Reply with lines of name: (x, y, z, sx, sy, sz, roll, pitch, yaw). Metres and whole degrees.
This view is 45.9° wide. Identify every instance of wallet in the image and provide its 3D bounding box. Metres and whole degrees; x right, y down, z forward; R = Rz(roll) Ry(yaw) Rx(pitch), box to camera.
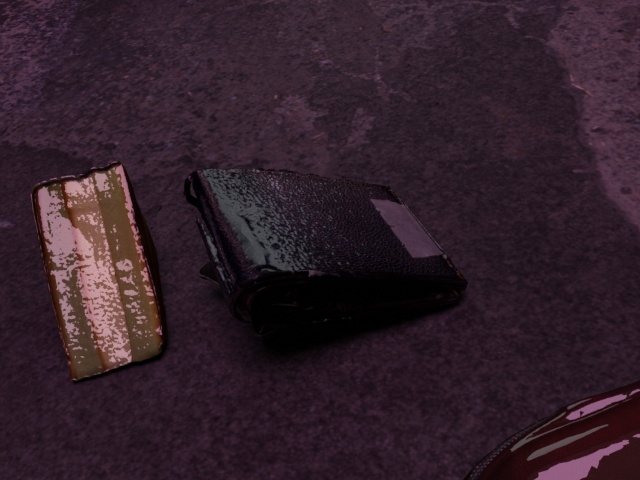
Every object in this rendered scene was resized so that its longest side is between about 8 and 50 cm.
wallet: (0.000, 0.000, 0.824, 0.263, 0.071, 0.221, -1, 33, -23)

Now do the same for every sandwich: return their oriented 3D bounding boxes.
sandwich: (-0.246, 0.031, 0.831, 0.117, 0.144, 0.187, -18, 40, -3)

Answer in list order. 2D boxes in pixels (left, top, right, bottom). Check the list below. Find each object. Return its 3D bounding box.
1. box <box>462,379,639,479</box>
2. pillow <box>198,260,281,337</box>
box: (0.281, 0.198, 0.465, 0.404, 0.108, 0.263, -19, 73, -6)
pillow: (-0.064, 0.048, 0.831, 0.091, 0.055, 0.136, -2, 31, -42)
